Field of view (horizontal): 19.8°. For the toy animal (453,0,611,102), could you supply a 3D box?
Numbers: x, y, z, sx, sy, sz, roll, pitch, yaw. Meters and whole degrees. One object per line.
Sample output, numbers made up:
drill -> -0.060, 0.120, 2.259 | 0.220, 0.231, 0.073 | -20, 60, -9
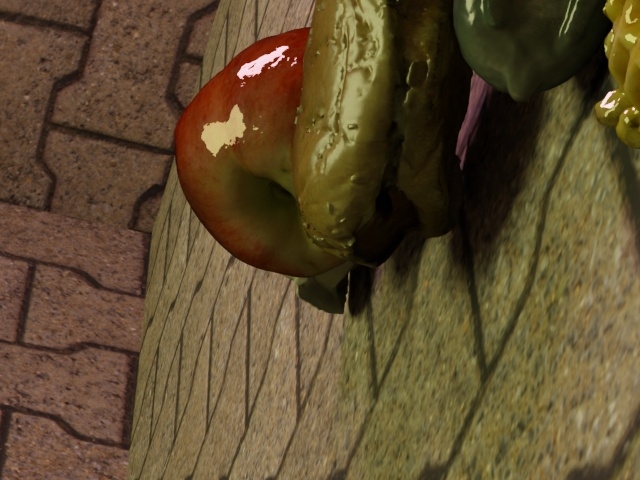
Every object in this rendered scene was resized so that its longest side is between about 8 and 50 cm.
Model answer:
toy animal -> 0.136, -0.180, 1.314 | 0.236, 0.108, 0.138 | -119, 42, -76

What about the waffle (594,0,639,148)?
waffle -> 0.224, -0.203, 1.005 | 0.307, 0.060, 0.311 | 145, 137, -78

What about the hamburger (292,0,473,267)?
hamburger -> 0.050, -0.121, 1.455 | 0.265, 0.134, 0.284 | 30, -117, -75

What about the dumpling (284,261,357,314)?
dumpling -> 0.004, -0.001, 1.871 | 0.111, 0.181, 0.155 | 5, 115, 46

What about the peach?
peach -> -0.009, -0.093, 1.703 | 0.256, 0.232, 0.232 | -66, -3, -52
